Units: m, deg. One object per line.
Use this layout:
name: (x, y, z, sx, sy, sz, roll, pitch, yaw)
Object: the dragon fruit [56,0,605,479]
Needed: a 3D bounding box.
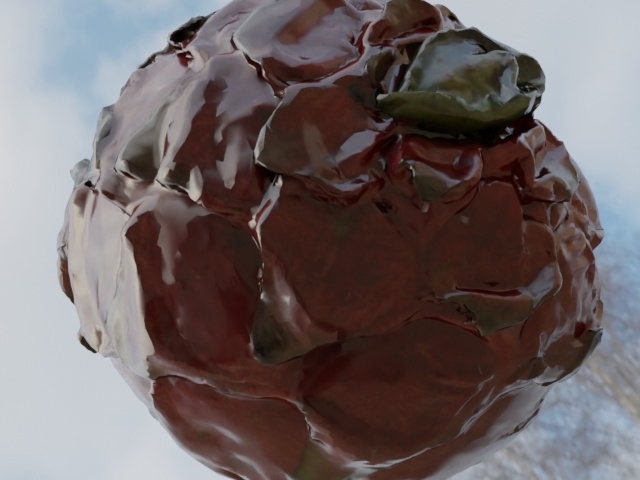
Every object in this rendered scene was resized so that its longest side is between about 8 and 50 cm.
dragon fruit: (0.000, 0.000, 0.738, 0.244, 0.299, 0.244, -2, -87, -41)
